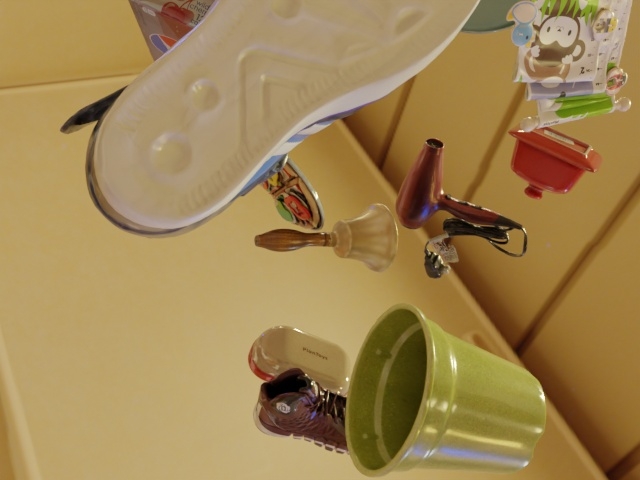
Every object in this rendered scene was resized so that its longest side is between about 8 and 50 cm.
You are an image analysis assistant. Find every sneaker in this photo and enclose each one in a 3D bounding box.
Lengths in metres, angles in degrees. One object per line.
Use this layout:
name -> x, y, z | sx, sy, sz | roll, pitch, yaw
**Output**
sneaker -> 0.011, 0.316, 1.339 | 0.163, 0.281, 0.106 | 95, 0, -47
sneaker -> -0.042, -0.126, 0.545 | 0.130, 0.323, 0.236 | 50, -10, -12

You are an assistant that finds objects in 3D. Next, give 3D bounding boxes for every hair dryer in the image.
hair dryer -> 0.257, -0.071, 1.387 | 0.223, 0.080, 0.294 | -20, -63, 25

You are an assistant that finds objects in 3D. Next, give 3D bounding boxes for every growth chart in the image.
growth chart -> 0.263, -0.222, 0.727 | 0.021, 0.171, 0.237 | -129, -154, -50

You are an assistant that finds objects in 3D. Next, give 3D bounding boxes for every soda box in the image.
soda box -> -0.134, -0.227, 0.793 | 0.263, 0.092, 0.084 | 122, -7, -82

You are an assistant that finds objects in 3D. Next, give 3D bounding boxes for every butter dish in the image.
butter dish -> 0.394, -0.127, 1.243 | 0.160, 0.160, 0.118 | 28, -64, 16

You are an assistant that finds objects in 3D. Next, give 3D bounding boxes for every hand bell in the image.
hand bell -> 0.000, 0.000, 1.224 | 0.126, 0.242, 0.126 | 8, -81, 60

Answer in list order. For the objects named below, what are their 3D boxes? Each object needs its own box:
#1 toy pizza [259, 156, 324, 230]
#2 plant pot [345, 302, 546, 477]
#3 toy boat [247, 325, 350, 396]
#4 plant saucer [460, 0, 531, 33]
toy pizza -> -0.069, -0.091, 1.231 | 0.201, 0.032, 0.201 | 44, -18, 18
plant pot -> 0.212, 0.269, 1.164 | 0.276, 0.253, 0.276 | -162, -90, -72
toy boat -> -0.055, 0.292, 1.568 | 0.151, 0.231, 0.151 | -58, -164, 31
plant saucer -> 0.296, -0.534, 1.391 | 0.044, 0.317, 0.318 | 91, -22, -73
